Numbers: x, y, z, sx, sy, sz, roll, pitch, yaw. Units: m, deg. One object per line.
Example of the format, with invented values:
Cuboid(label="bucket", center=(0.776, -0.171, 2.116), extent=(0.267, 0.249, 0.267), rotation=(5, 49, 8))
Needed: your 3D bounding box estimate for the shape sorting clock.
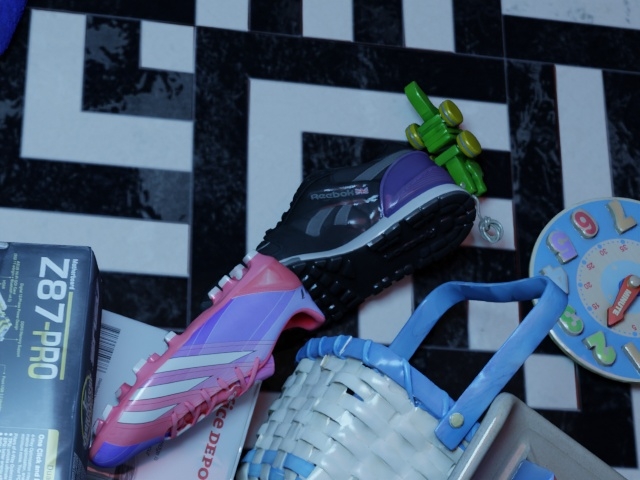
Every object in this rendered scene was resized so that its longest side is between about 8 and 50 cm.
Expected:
Cuboid(label="shape sorting clock", center=(0.310, 0.047, 1.604), extent=(0.206, 0.040, 0.206), rotation=(5, 66, -12))

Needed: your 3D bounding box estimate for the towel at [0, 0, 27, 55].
Cuboid(label="towel", center=(-0.411, -0.215, 1.529), extent=(0.227, 0.076, 0.308), rotation=(21, 63, -12))

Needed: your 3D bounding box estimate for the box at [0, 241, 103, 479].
Cuboid(label="box", center=(-0.345, 0.189, 1.238), extent=(0.318, 0.097, 0.395), rotation=(1, 66, 0))

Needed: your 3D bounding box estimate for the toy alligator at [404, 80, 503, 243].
Cuboid(label="toy alligator", center=(0.142, -0.079, 1.614), extent=(0.051, 0.056, 0.190), rotation=(-2, 60, -59))

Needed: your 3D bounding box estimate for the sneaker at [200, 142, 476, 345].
Cuboid(label="sneaker", center=(0.000, 0.000, 1.534), extent=(0.283, 0.107, 0.124), rotation=(-25, 49, -17))

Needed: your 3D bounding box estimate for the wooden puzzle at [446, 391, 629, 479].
Cuboid(label="wooden puzzle", center=(0.186, 0.340, 1.293), extent=(0.348, 0.080, 0.322), rotation=(37, 79, -30))

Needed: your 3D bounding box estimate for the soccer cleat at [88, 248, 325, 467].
Cuboid(label="soccer cleat", center=(-0.096, 0.112, 1.360), extent=(0.095, 0.083, 0.248), rotation=(42, 60, 1))

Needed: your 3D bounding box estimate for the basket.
Cuboid(label="basket", center=(0.076, 0.148, 1.396), extent=(0.201, 0.255, 0.289), rotation=(39, 77, -12))

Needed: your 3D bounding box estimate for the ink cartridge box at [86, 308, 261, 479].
Cuboid(label="ink cartridge box", center=(-0.172, 0.156, 1.412), extent=(0.208, 0.087, 0.153), rotation=(19, 63, -5))
